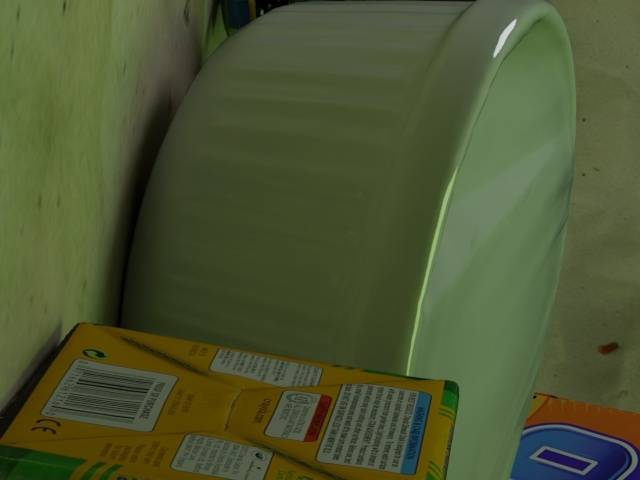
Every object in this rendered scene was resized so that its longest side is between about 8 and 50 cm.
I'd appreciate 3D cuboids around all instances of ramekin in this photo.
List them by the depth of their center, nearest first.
[{"bbox_3d":[0.014,0.021,0.841,0.273,0.127,0.273,13,90,-73],"label":"ramekin"}]

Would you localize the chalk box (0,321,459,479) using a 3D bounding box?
[{"bbox_3d":[-0.037,0.151,0.613,0.132,0.132,0.213,-67,164,-75],"label":"chalk box"}]

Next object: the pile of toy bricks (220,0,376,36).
[{"bbox_3d":[0.000,-0.135,0.959,0.105,0.118,0.212,-129,-151,-53],"label":"pile of toy bricks"}]

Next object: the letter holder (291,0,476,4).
[{"bbox_3d":[0.085,-0.208,1.113,0.302,0.214,0.152,89,9,-67],"label":"letter holder"}]

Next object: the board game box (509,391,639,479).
[{"bbox_3d":[0.164,0.345,1.180,0.356,0.356,0.356,-38,132,-51],"label":"board game box"}]
